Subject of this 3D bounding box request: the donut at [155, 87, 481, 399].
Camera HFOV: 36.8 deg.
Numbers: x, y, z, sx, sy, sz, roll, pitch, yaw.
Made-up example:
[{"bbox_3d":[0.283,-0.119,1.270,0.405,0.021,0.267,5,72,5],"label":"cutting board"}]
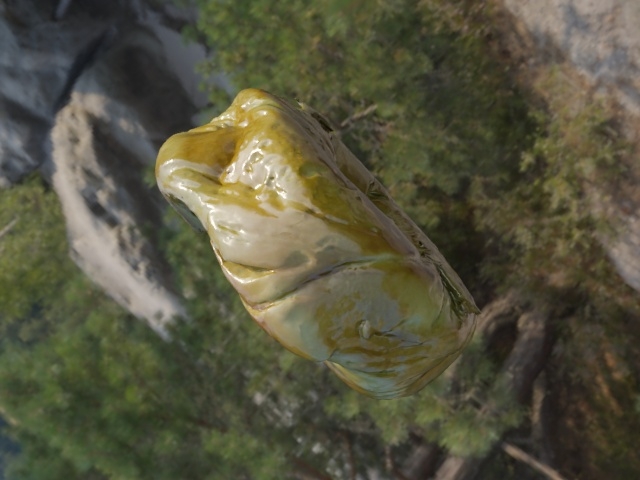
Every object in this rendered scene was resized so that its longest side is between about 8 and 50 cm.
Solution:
[{"bbox_3d":[0.000,0.000,0.976,0.360,0.170,0.360,45,-170,-10],"label":"donut"}]
